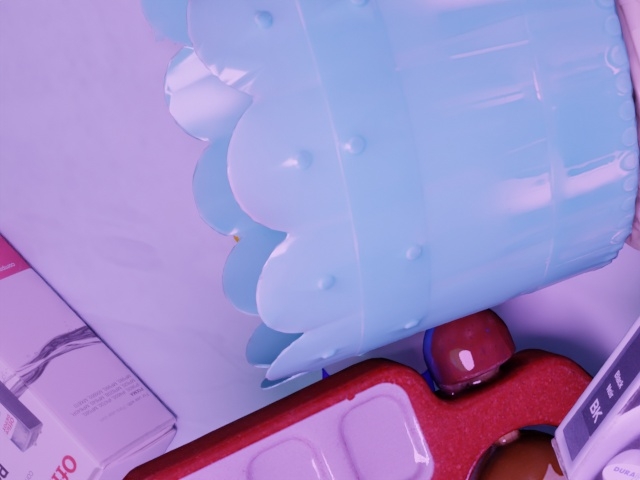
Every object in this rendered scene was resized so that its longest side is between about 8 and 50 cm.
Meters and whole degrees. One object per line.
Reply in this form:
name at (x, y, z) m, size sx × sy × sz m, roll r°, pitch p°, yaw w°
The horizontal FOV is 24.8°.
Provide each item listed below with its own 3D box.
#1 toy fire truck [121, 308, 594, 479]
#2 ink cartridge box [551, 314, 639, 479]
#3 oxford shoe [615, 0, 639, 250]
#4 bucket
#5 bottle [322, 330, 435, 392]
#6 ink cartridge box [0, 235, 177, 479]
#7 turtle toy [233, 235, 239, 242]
toy fire truck at (0.069, 0.177, 0.787) m, size 0.254 × 0.302 × 0.169 m, roll 68°, pitch 165°, yaw -9°
ink cartridge box at (0.246, 0.053, 0.674) m, size 0.206 × 0.045 × 0.208 m, roll 18°, pitch 119°, yaw -21°
oxford shoe at (0.147, -0.219, 0.693) m, size 0.130 × 0.169 × 0.449 m, roll -16°, pitch 89°, yaw -7°
bucket at (0.022, -0.077, 0.716) m, size 0.281 × 0.183 × 0.281 m, roll 164°, pitch 90°, yaw -82°
bottle at (0.039, 0.188, 0.915) m, size 0.118 × 0.092 × 0.283 m, roll -6°, pitch 108°, yaw -8°
ink cartridge box at (-0.233, 0.126, 1.098) m, size 0.218 × 0.092 × 0.158 m, roll 43°, pitch 126°, yaw 13°
turtle toy at (0.000, 0.000, 0.903) m, size 0.095 × 0.066 × 0.130 m, roll 37°, pitch 124°, yaw 21°
